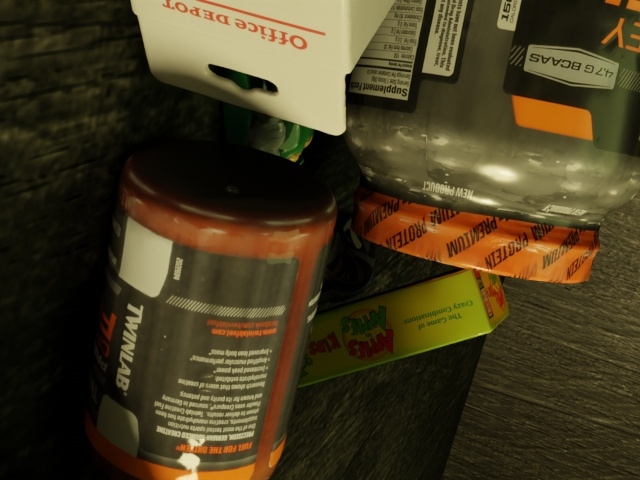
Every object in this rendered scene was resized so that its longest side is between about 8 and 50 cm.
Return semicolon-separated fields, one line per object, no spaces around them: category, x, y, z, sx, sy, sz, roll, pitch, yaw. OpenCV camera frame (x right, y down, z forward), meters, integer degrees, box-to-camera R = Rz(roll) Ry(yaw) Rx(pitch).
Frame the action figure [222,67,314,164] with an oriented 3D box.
action figure;-0.012;-0.113;0.540;0.137;0.063;0.232;-55;161;-51

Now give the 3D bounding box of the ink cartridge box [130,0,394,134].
ink cartridge box;-0.025;-0.135;0.388;0.180;0.104;0.060;88;26;-53

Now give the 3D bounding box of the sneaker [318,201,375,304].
sneaker;0.000;0.000;0.686;0.188;0.067;0.078;-19;130;-67

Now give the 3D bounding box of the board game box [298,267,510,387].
board game box;0.032;0.062;0.679;0.092;0.181;0.043;-9;81;-71

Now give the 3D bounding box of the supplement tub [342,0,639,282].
supplement tub;0.130;-0.155;0.636;0.207;0.207;0.338;-13;116;-71

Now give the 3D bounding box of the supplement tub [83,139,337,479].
supplement tub;-0.061;0.057;0.492;0.106;0.106;0.198;-36;142;-63
